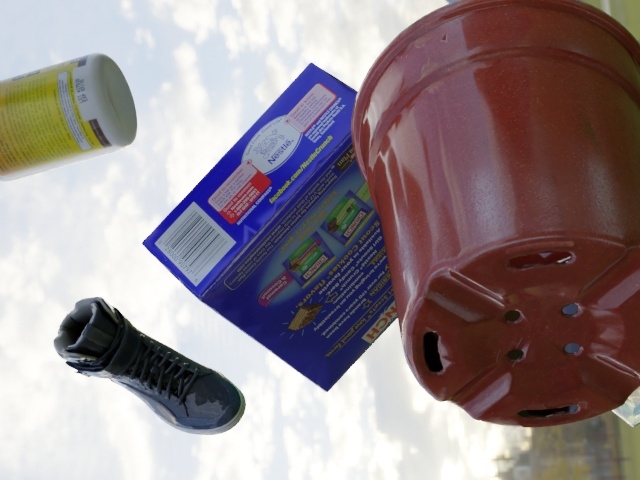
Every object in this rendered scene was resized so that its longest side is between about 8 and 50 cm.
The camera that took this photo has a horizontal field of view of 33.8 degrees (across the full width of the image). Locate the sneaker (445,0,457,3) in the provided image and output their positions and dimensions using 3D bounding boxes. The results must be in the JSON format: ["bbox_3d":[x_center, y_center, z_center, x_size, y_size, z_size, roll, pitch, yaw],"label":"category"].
[{"bbox_3d":[0.214,-0.251,1.171,0.315,0.127,0.182,66,-164,11],"label":"sneaker"}]

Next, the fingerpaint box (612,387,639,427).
[{"bbox_3d":[0.452,0.077,1.659,0.163,0.371,0.445,-47,-12,-20],"label":"fingerpaint box"}]

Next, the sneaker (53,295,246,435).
[{"bbox_3d":[-0.204,0.145,1.214,0.086,0.226,0.163,-61,-25,-16],"label":"sneaker"}]

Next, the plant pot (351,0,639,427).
[{"bbox_3d":[0.159,-0.014,0.840,0.265,0.272,0.272,-88,-16,-48],"label":"plant pot"}]

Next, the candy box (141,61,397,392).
[{"bbox_3d":[0.000,0.000,1.183,0.122,0.268,0.317,41,177,37],"label":"candy box"}]

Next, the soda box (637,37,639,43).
[{"bbox_3d":[0.430,-0.231,1.313,0.181,0.061,0.058,-36,-75,-61],"label":"soda box"}]

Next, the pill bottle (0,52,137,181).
[{"bbox_3d":[-0.334,-0.139,1.239,0.117,0.215,0.117,-14,-90,-81],"label":"pill bottle"}]
